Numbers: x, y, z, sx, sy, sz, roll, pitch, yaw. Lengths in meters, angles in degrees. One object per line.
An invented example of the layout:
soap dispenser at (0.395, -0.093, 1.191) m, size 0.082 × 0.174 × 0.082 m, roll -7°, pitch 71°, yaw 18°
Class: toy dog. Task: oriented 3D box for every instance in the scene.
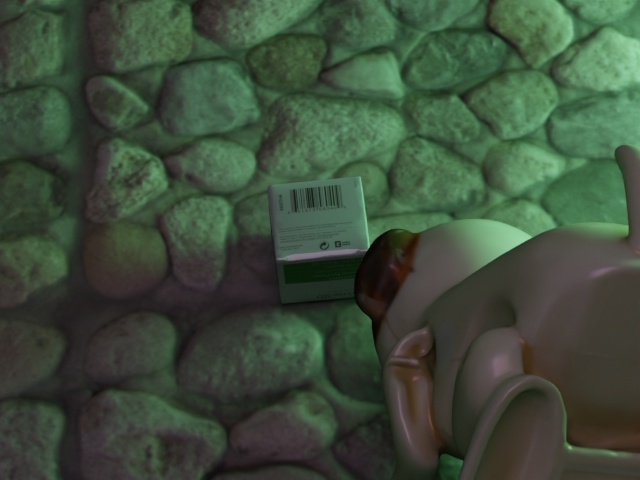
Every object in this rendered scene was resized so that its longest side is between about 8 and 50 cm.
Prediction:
toy dog at (0.175, 0.098, 1.795) m, size 0.285 × 0.395 × 0.408 m, roll -2°, pitch 9°, yaw -20°

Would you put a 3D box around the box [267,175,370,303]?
box at (0.000, 0.000, 2.032) m, size 0.101 × 0.087 × 0.102 m, roll -6°, pitch 57°, yaw 0°
